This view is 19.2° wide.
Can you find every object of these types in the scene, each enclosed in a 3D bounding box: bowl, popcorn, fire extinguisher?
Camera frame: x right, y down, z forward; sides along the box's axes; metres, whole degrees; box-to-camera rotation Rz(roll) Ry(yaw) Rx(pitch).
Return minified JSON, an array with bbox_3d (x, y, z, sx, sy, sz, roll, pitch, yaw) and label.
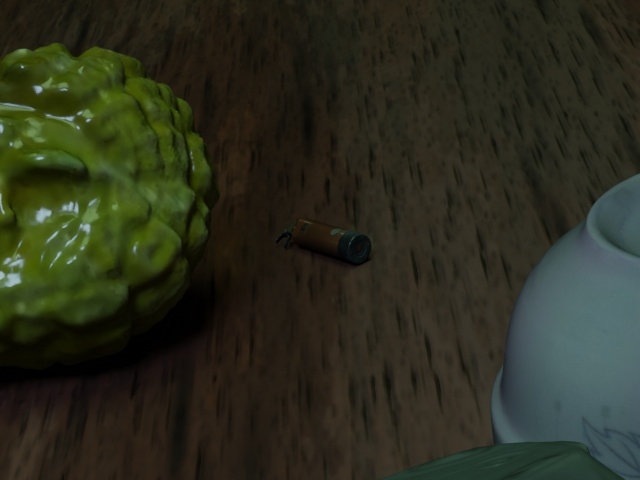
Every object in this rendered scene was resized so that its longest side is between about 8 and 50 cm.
[{"bbox_3d":[0.223,0.046,0.982,0.287,0.143,0.287,-9,22,4],"label":"bowl"},{"bbox_3d":[-0.204,-0.017,1.257,0.252,0.206,0.237,-12,28,40],"label":"popcorn"},{"bbox_3d":[0.000,0.000,1.348,0.083,0.022,0.028,16,65,48],"label":"fire extinguisher"}]

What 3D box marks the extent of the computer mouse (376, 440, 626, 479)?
[{"bbox_3d":[-0.012,0.175,0.833,0.331,0.095,0.197,-18,5,-16],"label":"computer mouse"}]
